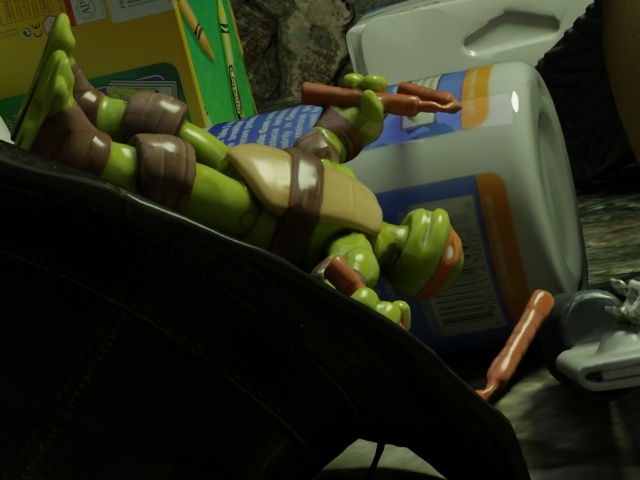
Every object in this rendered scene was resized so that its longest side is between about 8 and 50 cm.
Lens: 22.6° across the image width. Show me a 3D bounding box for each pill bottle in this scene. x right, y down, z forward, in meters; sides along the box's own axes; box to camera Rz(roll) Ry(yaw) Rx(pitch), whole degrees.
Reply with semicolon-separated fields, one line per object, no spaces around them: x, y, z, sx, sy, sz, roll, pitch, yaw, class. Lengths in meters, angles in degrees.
0.000;0.000;0.889;0.272;0.152;0.152;-11;10;17;pill bottle

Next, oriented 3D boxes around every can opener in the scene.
0.129;0.053;0.639;0.074;0.093;0.280;-12;1;3;can opener

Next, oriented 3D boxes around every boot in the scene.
0.424;-0.197;1.255;0.445;0.146;0.367;-15;-8;-28;boot

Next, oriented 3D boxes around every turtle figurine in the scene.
-0.024;-0.023;0.694;0.217;0.087;0.269;21;30;-15;turtle figurine

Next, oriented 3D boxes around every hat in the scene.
-0.081;0.071;0.594;0.331;0.134;0.331;25;-12;6;hat

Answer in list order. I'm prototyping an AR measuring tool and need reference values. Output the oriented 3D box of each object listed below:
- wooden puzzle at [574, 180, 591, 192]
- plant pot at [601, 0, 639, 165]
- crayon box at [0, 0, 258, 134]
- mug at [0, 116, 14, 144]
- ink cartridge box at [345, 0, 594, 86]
0.177;-0.037;1.286;0.083;0.006;0.049;-16;10;-11;wooden puzzle
0.250;-0.066;0.792;0.237;0.237;0.254;-11;24;19;plant pot
-0.127;-0.060;1.031;0.165;0.278;0.081;-10;11;22;crayon box
-0.352;-0.030;0.914;0.328;0.374;0.276;-12;2;-30;mug
0.188;-0.179;1.607;0.286;0.166;0.395;-13;9;7;ink cartridge box
